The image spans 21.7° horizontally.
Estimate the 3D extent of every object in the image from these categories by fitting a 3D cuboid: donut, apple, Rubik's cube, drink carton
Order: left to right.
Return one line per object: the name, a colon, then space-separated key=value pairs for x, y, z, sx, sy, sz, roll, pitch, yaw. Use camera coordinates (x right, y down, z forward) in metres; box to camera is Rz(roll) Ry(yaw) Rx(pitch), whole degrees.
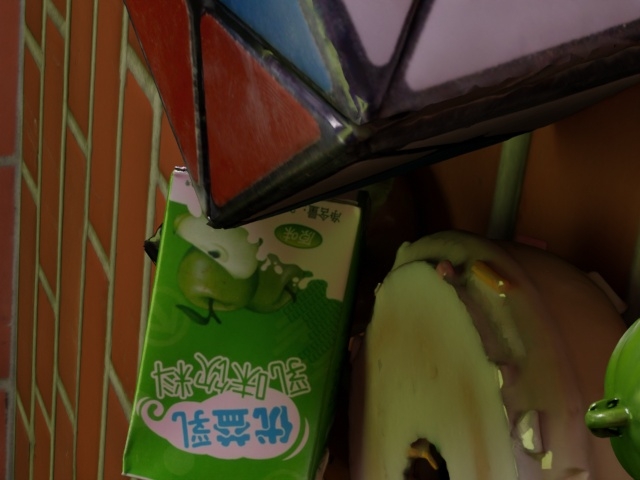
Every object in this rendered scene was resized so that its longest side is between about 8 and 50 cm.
drink carton: x=-0.052 y=0.069 z=1.343 sx=0.108 sy=0.161 sz=0.271 roll=-52 pitch=-26 yaw=-77
apple: x=0.000 y=0.000 z=1.541 sx=0.207 sy=0.174 sz=0.188 roll=-49 pitch=54 yaw=3
Rubik's cube: x=0.051 y=-0.200 z=1.104 sx=0.305 sy=0.310 sz=0.307 roll=68 pitch=158 yaw=3
donut: x=0.136 y=0.177 z=1.231 sx=0.383 sy=0.143 sz=0.382 roll=176 pitch=90 yaw=-72

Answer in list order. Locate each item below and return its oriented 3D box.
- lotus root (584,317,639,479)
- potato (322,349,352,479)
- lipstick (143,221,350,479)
lotus root: x=0.223 y=0.091 z=0.938 sx=0.186 sy=0.186 sz=0.186 roll=176 pitch=90 yaw=-70
potato: x=-0.026 y=0.163 z=1.565 sx=0.113 sy=0.251 sz=0.149 roll=78 pitch=-151 yaw=-76
lipstick: x=-0.005 y=0.146 z=1.447 sx=0.418 sy=0.077 sz=0.077 roll=52 pitch=158 yaw=-2
